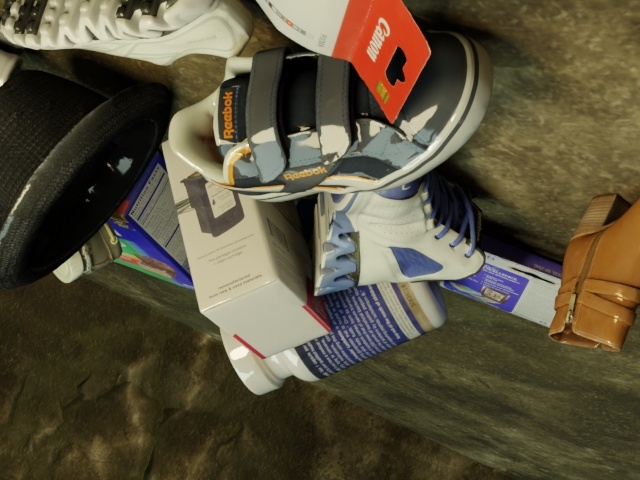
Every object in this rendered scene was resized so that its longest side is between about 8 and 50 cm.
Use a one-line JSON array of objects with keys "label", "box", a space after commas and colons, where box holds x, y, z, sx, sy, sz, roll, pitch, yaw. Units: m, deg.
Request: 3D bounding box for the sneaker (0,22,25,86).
[{"label": "sneaker", "box": [-0.464, -0.245, 1.153, 0.210, 0.137, 0.366, 20, 169, 11]}]

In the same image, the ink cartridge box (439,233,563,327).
[{"label": "ink cartridge box", "box": [0.256, 0.049, 1.253, 0.206, 0.045, 0.208, 21, 166, 8]}]

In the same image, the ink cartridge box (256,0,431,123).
[{"label": "ink cartridge box", "box": [0.000, -0.170, 0.729, 0.179, 0.045, 0.145, 58, 167, 8]}]

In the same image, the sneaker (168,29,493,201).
[{"label": "sneaker", "box": [-0.008, -0.103, 0.871, 0.127, 0.126, 0.321, 15, 158, -39]}]

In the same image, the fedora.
[{"label": "fedora", "box": [-0.318, -0.098, 1.186, 0.152, 0.334, 0.334, 40, 164, 1]}]

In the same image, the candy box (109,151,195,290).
[{"label": "candy box", "box": [-0.328, -0.055, 1.605, 0.268, 0.122, 0.317, 17, 162, 22]}]

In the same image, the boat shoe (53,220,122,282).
[{"label": "boat shoe", "box": [-0.371, -0.094, 1.392, 0.109, 0.091, 0.305, -32, 83, 58]}]

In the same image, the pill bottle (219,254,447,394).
[{"label": "pill bottle", "box": [0.014, 0.089, 1.298, 0.265, 0.153, 0.153, -26, 149, 10]}]

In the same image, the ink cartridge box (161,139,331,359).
[{"label": "ink cartridge box", "box": [-0.086, -0.005, 1.193, 0.100, 0.237, 0.172, -23, 149, 11]}]

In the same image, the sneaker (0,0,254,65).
[{"label": "sneaker", "box": [-0.187, -0.208, 0.940, 0.292, 0.110, 0.118, 11, 170, 39]}]

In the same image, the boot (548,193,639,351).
[{"label": "boot", "box": [0.290, 0.027, 0.926, 0.073, 0.152, 0.197, 27, 164, -14]}]

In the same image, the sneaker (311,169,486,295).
[{"label": "sneaker", "box": [0.095, -0.044, 1.064, 0.182, 0.127, 0.315, 1, 151, -8]}]

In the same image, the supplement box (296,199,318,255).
[{"label": "supplement box", "box": [0.000, 0.000, 1.386, 0.083, 0.083, 0.056, 32, 164, -32]}]
